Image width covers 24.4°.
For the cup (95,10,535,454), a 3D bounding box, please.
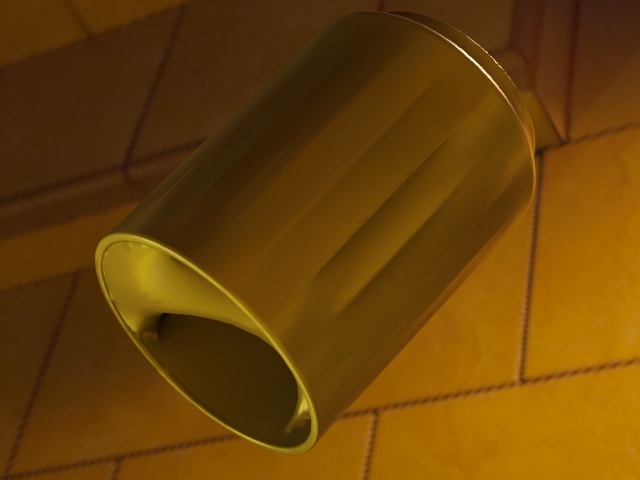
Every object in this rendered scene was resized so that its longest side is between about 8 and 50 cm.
[{"bbox_3d":[0.000,0.000,1.260,0.327,0.237,0.323,-46,-8,-28],"label":"cup"}]
